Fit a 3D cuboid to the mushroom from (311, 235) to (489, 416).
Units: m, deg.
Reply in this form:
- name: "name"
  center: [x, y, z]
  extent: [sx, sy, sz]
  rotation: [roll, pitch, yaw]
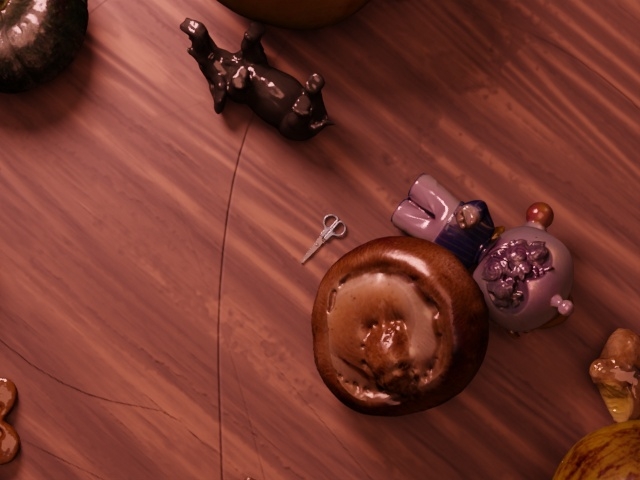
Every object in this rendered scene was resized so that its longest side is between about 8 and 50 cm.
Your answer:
- name: "mushroom"
  center: [0.102, 0.114, 1.768]
  extent: [0.253, 0.153, 0.253]
  rotation: [0, 90, 27]

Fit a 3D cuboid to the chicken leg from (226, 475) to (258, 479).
- name: "chicken leg"
  center: [-0.059, 0.363, 1.800]
  extent: [0.197, 0.069, 0.085]
  rotation: [-2, 59, -7]

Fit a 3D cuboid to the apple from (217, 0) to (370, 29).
- name: "apple"
  center: [-0.041, -0.453, 1.780]
  extent: [0.338, 0.305, 0.339]
  rotation: [5, 62, -10]

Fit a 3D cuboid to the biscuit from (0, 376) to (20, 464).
- name: "biscuit"
  center: [-0.529, 0.257, 1.827]
  extent: [0.236, 0.039, 0.180]
  rotation: [-8, 84, 1]

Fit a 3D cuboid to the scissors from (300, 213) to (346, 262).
- name: "scissors"
  center: [0.000, 0.000, 1.869]
  extent: [0.036, 0.006, 0.083]
  rotation: [42, 85, 7]

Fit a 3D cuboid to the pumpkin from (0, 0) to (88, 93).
- name: "pumpkin"
  center: [-0.424, -0.309, 1.838]
  extent: [0.211, 0.152, 0.212]
  rotation: [0, 77, 0]

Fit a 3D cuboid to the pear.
- name: "pear"
  center: [0.419, 0.363, 1.692]
  extent: [0.283, 0.283, 0.284]
  rotation: [0, 83, 0]

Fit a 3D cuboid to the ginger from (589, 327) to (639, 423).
- name: "ginger"
  center: [0.502, 0.201, 1.809]
  extent: [0.294, 0.086, 0.131]
  rotation: [11, 60, -7]

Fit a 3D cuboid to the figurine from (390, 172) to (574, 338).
- name: "figurine"
  center: [0.231, 0.008, 1.807]
  extent: [0.193, 0.133, 0.274]
  rotation: [-34, 79, 7]

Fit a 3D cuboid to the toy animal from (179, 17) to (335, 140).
- name: "toy animal"
  center: [-0.092, -0.216, 1.829]
  extent: [0.114, 0.146, 0.245]
  rotation: [-44, 86, -11]
